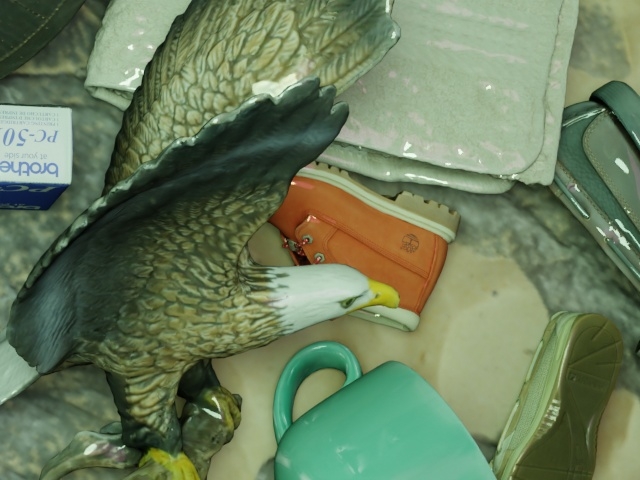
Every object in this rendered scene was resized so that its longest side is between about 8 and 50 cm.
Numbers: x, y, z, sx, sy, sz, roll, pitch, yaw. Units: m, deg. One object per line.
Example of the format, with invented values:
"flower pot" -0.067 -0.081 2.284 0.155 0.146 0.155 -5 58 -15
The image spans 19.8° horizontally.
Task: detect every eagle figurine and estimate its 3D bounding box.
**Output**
"eagle figurine" -0.064 0.003 0.942 0.225 0.226 0.298 -18 128 -32

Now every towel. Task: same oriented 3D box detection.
"towel" 0.016 -0.137 1.085 0.282 0.049 0.187 14 71 -8

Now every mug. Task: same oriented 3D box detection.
"mug" 0.027 0.142 1.031 0.097 0.158 0.129 -32 116 -15

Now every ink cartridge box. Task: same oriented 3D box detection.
"ink cartridge box" -0.243 -0.047 0.986 0.207 0.097 0.046 1 82 -15

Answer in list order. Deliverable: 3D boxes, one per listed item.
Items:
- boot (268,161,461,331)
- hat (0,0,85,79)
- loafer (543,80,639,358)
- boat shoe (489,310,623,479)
"boot" 0.000 0.000 1.070 0.158 0.059 0.085 19 83 -13
"hat" -0.244 -0.226 0.962 0.331 0.331 0.134 22 39 -12
"loafer" 0.210 0.036 1.114 0.084 0.096 0.267 -27 82 -4
"boat shoe" 0.135 0.115 1.102 0.056 0.048 0.153 21 84 -24
